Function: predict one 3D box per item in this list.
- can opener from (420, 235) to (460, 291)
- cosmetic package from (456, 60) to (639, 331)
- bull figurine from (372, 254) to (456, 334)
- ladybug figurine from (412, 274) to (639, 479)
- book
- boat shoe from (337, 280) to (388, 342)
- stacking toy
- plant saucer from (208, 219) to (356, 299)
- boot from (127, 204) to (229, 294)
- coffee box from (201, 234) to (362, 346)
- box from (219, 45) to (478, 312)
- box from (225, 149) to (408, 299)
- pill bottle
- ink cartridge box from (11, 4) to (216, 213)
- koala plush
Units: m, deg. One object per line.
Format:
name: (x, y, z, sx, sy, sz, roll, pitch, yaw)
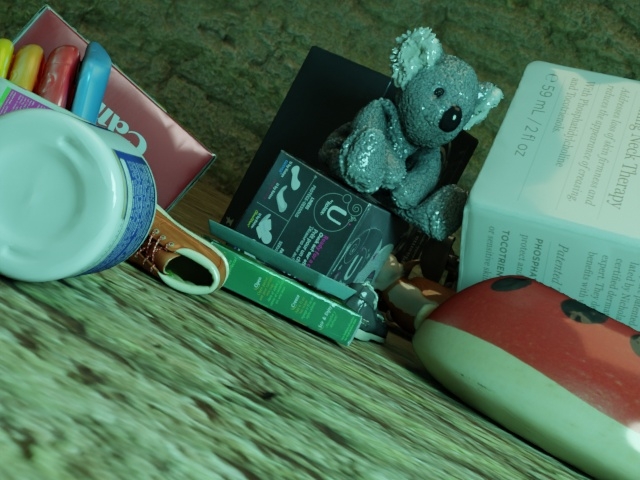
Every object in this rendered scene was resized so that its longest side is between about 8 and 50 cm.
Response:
can opener: (0.203, 0.068, 1.904, 0.095, 0.076, 0.283, 23, -30, 8)
cosmetic package: (0.411, 0.012, 1.526, 0.394, 0.329, 0.327, 14, -44, 15)
bull figurine: (0.187, 0.117, 1.771, 0.310, 0.101, 0.188, 32, -4, 4)
ladybug figurine: (0.312, 0.168, 1.307, 0.449, 0.161, 0.305, 27, 3, 17)
book: (-0.294, -0.098, 1.191, 0.144, 0.096, 0.035, 28, 2, 15)
boat shoe: (0.058, 0.086, 1.451, 0.075, 0.065, 0.206, 27, 2, 11)
stacking toy: (-0.406, -0.176, 1.325, 0.302, 0.165, 0.175, 15, 15, -14)
plant saucer: (-0.048, 0.022, 1.287, 0.192, 0.018, 0.067, 26, -1, 40)
boot: (-0.157, 0.001, 1.065, 0.158, 0.059, 0.084, 28, 7, -5)
coffee box: (-0.052, 0.052, 1.257, 0.184, 0.040, 0.113, 27, 0, -13)
box: (0.052, -0.090, 1.894, 0.179, 0.343, 0.312, 29, 4, 37)
box: (0.000, 0.000, 1.516, 0.142, 0.163, 0.247, 31, 4, 17)
pill bottle: (-0.176, -0.030, 0.809, 0.112, 0.112, 0.187, 27, 2, 2)
ink cartridge box: (-0.306, -0.178, 1.613, 0.309, 0.130, 0.272, 41, -1, -17)
koala plush: (0.123, -0.151, 1.494, 0.196, 0.221, 0.203, 31, 5, -25)
